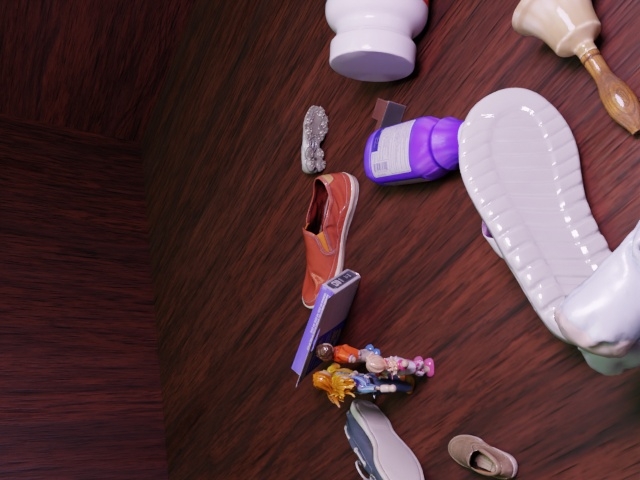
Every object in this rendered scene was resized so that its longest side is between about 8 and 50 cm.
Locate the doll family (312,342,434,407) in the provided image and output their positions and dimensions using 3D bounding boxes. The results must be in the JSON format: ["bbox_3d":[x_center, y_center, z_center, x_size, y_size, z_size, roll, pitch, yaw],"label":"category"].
[{"bbox_3d":[0.081,0.263,1.115,0.263,0.163,0.118,-5,78,59],"label":"doll family"}]

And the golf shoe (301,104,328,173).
[{"bbox_3d":[-0.027,-0.258,1.522,0.086,0.069,0.176,-9,74,64],"label":"golf shoe"}]

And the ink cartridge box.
[{"bbox_3d":[0.005,0.179,1.246,0.045,0.208,0.206,24,107,16],"label":"ink cartridge box"}]

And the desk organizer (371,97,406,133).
[{"bbox_3d":[0.132,-0.234,1.266,0.050,0.047,0.130,43,119,57],"label":"desk organizer"}]

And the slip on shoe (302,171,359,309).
[{"bbox_3d":[0.000,0.000,1.378,0.123,0.101,0.331,28,108,56],"label":"slip on shoe"}]

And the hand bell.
[{"bbox_3d":[0.380,-0.249,0.823,0.126,0.126,0.242,-45,57,45],"label":"hand bell"}]

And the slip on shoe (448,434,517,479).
[{"bbox_3d":[0.247,0.344,0.937,0.135,0.041,0.051,5,87,59],"label":"slip on shoe"}]

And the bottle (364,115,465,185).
[{"bbox_3d":[0.194,-0.170,1.100,0.283,0.092,0.118,-3,81,59],"label":"bottle"}]

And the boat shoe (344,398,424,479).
[{"bbox_3d":[0.108,0.405,1.103,0.254,0.095,0.079,49,122,54],"label":"boat shoe"}]

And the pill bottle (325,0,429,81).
[{"bbox_3d":[0.119,-0.526,1.198,0.210,0.210,0.362,-3,81,59],"label":"pill bottle"}]

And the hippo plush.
[{"bbox_3d":[0.411,0.068,0.558,0.236,0.234,0.294,48,119,44],"label":"hippo plush"}]

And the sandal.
[{"bbox_3d":[0.306,-0.038,0.864,0.102,0.169,0.416,69,-169,-63],"label":"sandal"}]
